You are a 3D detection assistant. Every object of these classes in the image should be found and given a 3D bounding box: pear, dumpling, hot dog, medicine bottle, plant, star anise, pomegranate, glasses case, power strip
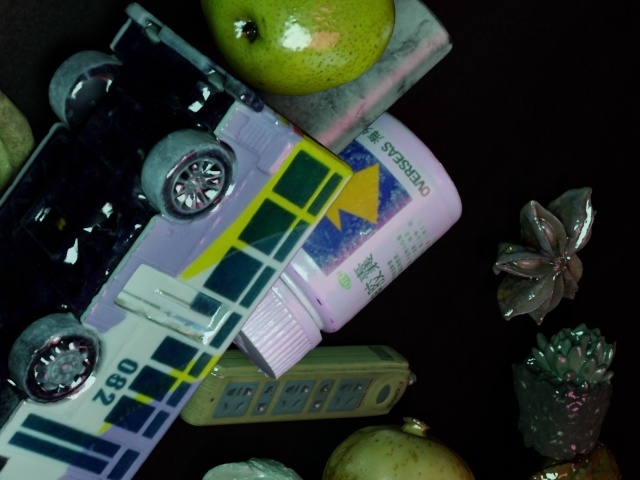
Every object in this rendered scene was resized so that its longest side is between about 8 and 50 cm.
[{"bbox_3d":[-0.022,-0.234,1.447,0.198,0.198,0.198,-24,133,-28],"label":"pear"},{"bbox_3d":[-0.083,0.343,1.908,0.153,0.108,0.219,-24,131,26],"label":"dumpling"},{"bbox_3d":[0.345,0.455,2.312,0.267,0.174,0.387,-30,147,-29],"label":"hot dog"},{"bbox_3d":[0.000,0.000,1.653,0.291,0.178,0.178,-41,139,-11],"label":"medicine bottle"},{"bbox_3d":[0.360,0.216,2.183,0.129,0.132,0.194,-11,114,-42],"label":"plant"},{"bbox_3d":[0.303,0.024,2.032,0.197,0.073,0.212,-11,123,-42],"label":"star anise"},{"bbox_3d":[0.109,0.341,1.995,0.215,0.215,0.215,-24,133,-28],"label":"pomegranate"},{"bbox_3d":[0.002,-0.151,1.591,0.299,0.114,0.060,-42,172,-8],"label":"glasses case"},{"bbox_3d":[-0.013,0.183,1.867,0.387,0.066,0.092,2,120,-44],"label":"power strip"}]

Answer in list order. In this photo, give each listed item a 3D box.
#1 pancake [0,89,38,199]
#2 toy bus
[{"bbox_3d":[-0.389,-0.036,1.380,0.286,0.033,0.288,-21,132,-31],"label":"pancake"},{"bbox_3d":[-0.195,0.029,1.425,0.440,0.209,0.249,-54,141,4],"label":"toy bus"}]
